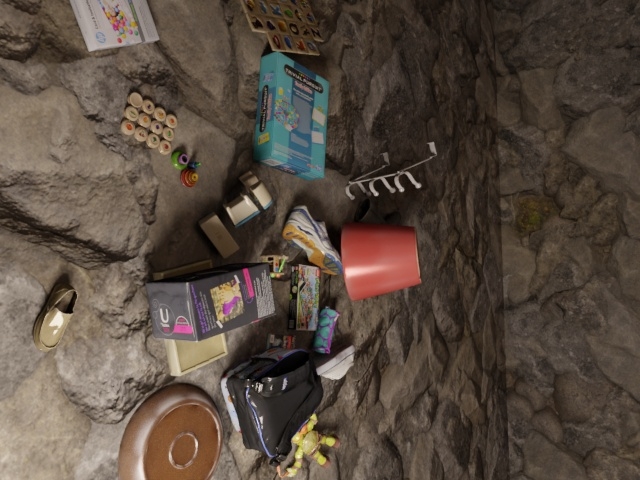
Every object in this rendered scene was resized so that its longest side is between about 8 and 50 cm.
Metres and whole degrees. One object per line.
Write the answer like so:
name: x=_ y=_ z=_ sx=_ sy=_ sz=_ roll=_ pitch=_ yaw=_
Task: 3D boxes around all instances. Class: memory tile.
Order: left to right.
memory tile: x=-0.424 y=-0.291 z=1.395 sx=0.148 sy=0.012 sz=0.113 roll=27 pitch=66 yaw=-47

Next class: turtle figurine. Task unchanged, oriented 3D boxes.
turtle figurine: x=-0.024 y=0.620 z=1.750 sx=0.217 sy=0.087 sz=0.269 roll=40 pitch=57 yaw=-42

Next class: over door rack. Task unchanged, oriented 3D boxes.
over door rack: x=0.274 y=-0.245 z=2.083 sx=0.324 sy=0.240 sz=0.108 roll=-43 pitch=118 yaw=-44

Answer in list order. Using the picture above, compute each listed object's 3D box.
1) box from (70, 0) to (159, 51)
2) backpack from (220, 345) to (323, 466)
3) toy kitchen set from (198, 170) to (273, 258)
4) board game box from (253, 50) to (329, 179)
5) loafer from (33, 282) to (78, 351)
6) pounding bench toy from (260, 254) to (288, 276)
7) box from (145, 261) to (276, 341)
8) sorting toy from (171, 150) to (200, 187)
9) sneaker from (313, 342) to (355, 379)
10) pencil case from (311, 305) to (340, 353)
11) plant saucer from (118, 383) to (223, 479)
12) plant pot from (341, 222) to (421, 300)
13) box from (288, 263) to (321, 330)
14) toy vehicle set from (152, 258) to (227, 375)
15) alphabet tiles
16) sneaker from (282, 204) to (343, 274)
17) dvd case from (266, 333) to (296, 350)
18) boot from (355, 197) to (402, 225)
box: x=-0.486 y=-0.533 z=1.320 sx=0.186 sy=0.038 sz=0.145 roll=-32 pitch=111 yaw=-47
backpack: x=-0.125 y=0.424 z=1.548 sx=0.264 sy=0.213 sz=0.276 roll=-27 pitch=114 yaw=-41
toy kitchen set: x=-0.234 y=-0.078 z=1.576 sx=0.207 sy=0.166 sz=0.122 roll=-34 pitch=119 yaw=-7
board game box: x=-0.086 y=-0.385 z=1.773 sx=0.254 sy=0.079 sz=0.335 roll=14 pitch=75 yaw=-49
loafer: x=-0.550 y=0.158 z=1.164 sx=0.056 sy=0.050 sz=0.147 roll=29 pitch=64 yaw=-46
pounding bench toy: x=-0.132 y=0.077 z=1.669 sx=0.052 sy=0.083 sz=0.065 roll=6 pitch=82 yaw=-51
box: x=-0.262 y=0.145 z=1.374 sx=0.271 sy=0.165 sz=0.143 roll=-12 pitch=96 yaw=-51
sorting toy: x=-0.344 y=-0.190 z=1.461 sx=0.061 sy=0.042 sz=0.101 roll=-39 pitch=117 yaw=-46
sneaker: x=0.042 y=0.418 z=1.847 sx=0.258 sy=0.094 sz=0.091 roll=-15 pitch=94 yaw=-52
pencil case: x=0.018 y=0.298 z=1.848 sx=0.064 sy=0.070 sz=0.151 roll=36 pitch=59 yaw=-40
plant saucer: x=-0.350 y=0.516 z=1.386 sx=0.311 sy=0.050 sz=0.310 roll=6 pitch=82 yaw=-50
plant pot: x=0.214 y=0.062 z=1.907 sx=0.275 sy=0.244 sz=0.274 roll=-6 pitch=90 yaw=-79
box: x=-0.050 y=0.185 z=1.800 sx=0.114 sy=0.036 sz=0.206 roll=11 pitch=78 yaw=-51
toy vehicle set: x=-0.332 y=0.194 z=1.445 sx=0.166 sy=0.035 sz=0.266 roll=-15 pitch=98 yaw=-51
alphabet tiles: x=-0.124 y=-0.716 z=1.752 sx=0.343 sy=0.011 sz=0.284 roll=-17 pitch=85 yaw=-51
sneaker: x=0.000 y=0.000 z=1.823 sx=0.296 sy=0.112 sz=0.130 roll=47 pitch=47 yaw=-41
dvd case: x=-0.121 y=0.333 z=1.716 sx=0.120 sy=0.013 sz=0.087 roll=18 pitch=72 yaw=-50
boot: x=0.225 y=-0.091 z=2.155 sx=0.208 sy=0.076 sz=0.189 roll=44 pitch=52 yaw=-31
